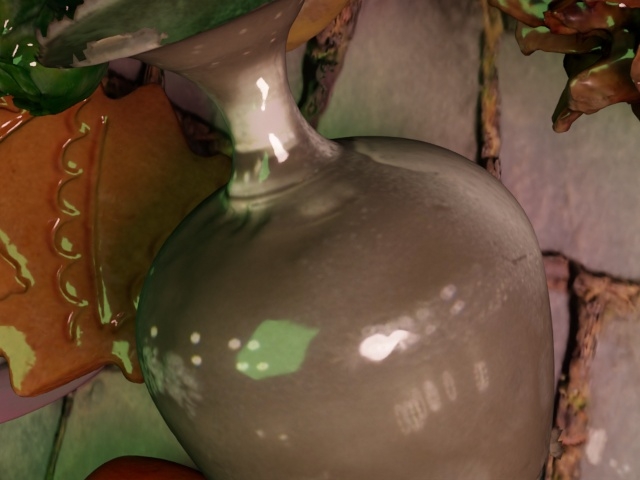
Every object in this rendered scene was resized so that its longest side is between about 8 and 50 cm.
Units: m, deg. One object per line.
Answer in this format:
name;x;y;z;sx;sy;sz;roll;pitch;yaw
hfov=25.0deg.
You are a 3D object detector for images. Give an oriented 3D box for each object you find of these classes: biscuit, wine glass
biscuit;-0.161;-0.008;0.973;0.306;0.043;0.284;17;74;9
wine glass;0.000;0.000;0.768;0.238;0.238;0.323;1;121;41

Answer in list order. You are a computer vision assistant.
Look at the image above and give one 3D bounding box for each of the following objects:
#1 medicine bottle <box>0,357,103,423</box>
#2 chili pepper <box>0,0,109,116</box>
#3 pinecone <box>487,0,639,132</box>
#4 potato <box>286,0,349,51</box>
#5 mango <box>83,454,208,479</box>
medicine bottle;-0.270;-0.001;1.083;0.152;0.152;0.254;-40;69;36
chili pepper;-0.273;-0.196;0.930;0.384;0.213;0.167;12;63;35
pinecone;0.190;-0.110;0.641;0.184;0.204;0.179;153;117;-70
potato;-0.004;-0.210;0.870;0.138;0.098;0.243;47;121;25
mango;-0.060;0.243;0.941;0.289;0.129;0.146;23;82;25
